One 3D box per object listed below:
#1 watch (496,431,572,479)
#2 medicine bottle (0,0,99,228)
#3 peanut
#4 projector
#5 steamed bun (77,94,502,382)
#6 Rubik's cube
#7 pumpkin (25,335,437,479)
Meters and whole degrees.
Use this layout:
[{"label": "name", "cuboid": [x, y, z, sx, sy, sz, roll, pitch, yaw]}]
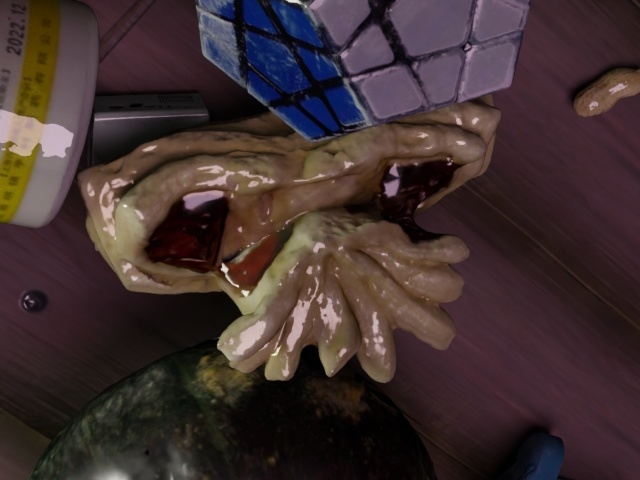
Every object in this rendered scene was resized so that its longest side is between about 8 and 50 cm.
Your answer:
[{"label": "watch", "cuboid": [0.278, 0.349, 1.847, 0.193, 0.211, 0.211, 25, 112, -6]}, {"label": "medicine bottle", "cuboid": [-0.378, -0.141, 1.391, 0.339, 0.208, 0.208, 11, 116, -20]}, {"label": "peanut", "cuboid": [0.295, -0.153, 1.652, 0.083, 0.037, 0.037, -25, 122, 4]}, {"label": "projector", "cuboid": [-0.167, -0.069, 1.571, 0.115, 0.061, 0.147, -2, 120, -11]}, {"label": "steamed bun", "cuboid": [0.000, 0.000, 1.527, 0.428, 0.189, 0.247, -13, 123, -21]}, {"label": "Rubik's cube", "cuboid": [0.041, -0.233, 1.323, 0.264, 0.319, 0.319, -50, 124, -21]}, {"label": "pumpkin", "cuboid": [-0.094, 0.300, 1.635, 0.454, 0.344, 0.454, -14, 142, -11]}]
